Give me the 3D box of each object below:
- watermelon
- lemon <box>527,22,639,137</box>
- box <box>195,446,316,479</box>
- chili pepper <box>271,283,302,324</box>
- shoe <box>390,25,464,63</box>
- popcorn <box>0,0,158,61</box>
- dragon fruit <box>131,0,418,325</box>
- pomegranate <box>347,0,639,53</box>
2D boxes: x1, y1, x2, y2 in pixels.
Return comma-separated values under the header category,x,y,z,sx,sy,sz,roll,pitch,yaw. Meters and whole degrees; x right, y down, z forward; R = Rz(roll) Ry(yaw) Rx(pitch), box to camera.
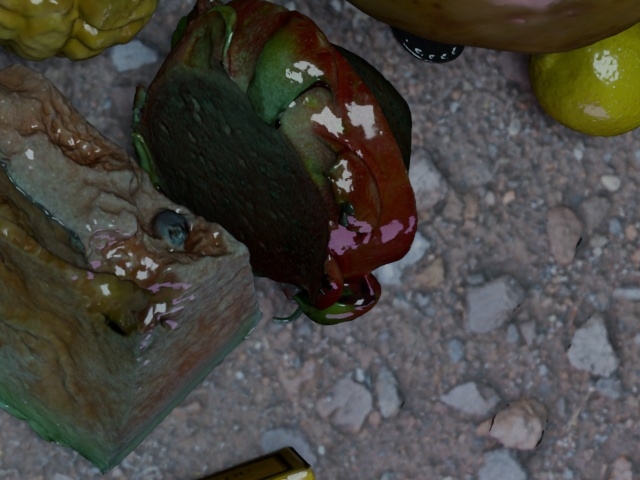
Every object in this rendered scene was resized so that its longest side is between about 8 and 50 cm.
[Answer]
category,x,y,z,sx,sy,sz,roll,pitch,yaw
watermelon,-0.175,0.009,1.344,0.264,0.302,0.151,39,54,2
lemon,0.226,-0.140,1.472,0.133,0.109,0.109,12,93,-30
box,-0.060,0.345,1.470,0.193,0.084,0.301,-19,99,-9
chili pepper,-0.001,0.000,1.472,0.050,0.041,0.153,26,73,-33
shoe,0.078,-0.219,1.461,0.062,0.053,0.159,-21,97,-13
popcorn,-0.206,-0.250,1.319,0.250,0.190,0.250,17,66,-43
dragon fruit,-0.029,-0.066,1.358,0.130,0.295,0.268,-39,88,-31
pomegranate,0.122,-0.331,1.309,0.410,0.410,0.410,-1,96,-12
